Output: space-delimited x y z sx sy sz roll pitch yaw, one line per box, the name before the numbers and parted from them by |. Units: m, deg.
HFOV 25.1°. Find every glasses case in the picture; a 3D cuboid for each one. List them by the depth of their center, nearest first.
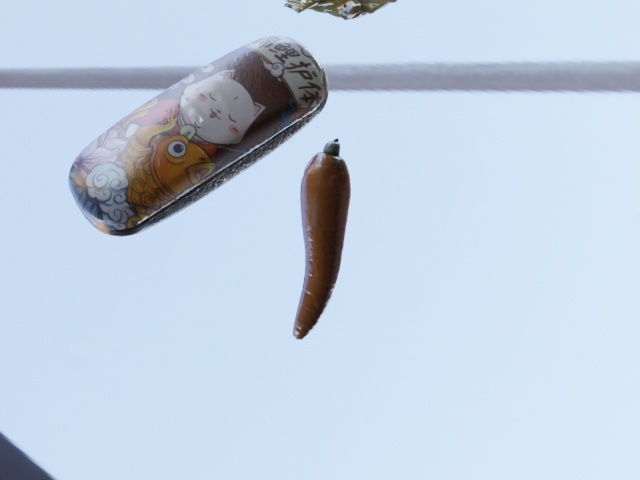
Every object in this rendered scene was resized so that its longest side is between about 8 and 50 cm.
glasses case | -0.137 -0.122 1.633 0.321 0.122 0.082 -34 -33 -10

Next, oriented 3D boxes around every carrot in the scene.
carrot | 0.000 0.000 0.983 0.035 0.035 0.142 0 -81 -39

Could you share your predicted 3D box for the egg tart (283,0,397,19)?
egg tart | 0.032 -0.424 1.538 0.169 0.388 0.387 25 -93 -45
